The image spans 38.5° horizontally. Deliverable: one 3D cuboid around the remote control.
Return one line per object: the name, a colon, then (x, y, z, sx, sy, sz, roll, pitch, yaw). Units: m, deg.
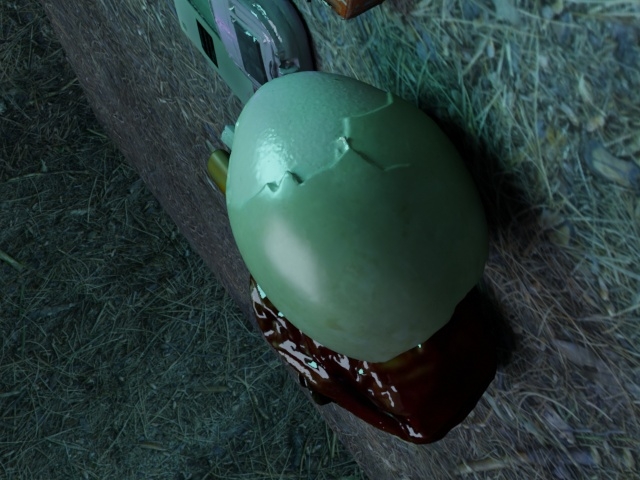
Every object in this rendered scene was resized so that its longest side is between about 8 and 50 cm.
remote control: (-0.136, -0.297, 1.532, 0.344, 0.050, 0.145, 51, 166, 19)

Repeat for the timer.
timer: (-0.086, -0.294, 1.330, 0.191, 0.069, 0.208, 45, 162, 30)

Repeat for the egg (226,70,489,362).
egg: (0.031, -0.041, 1.051, 0.336, 0.278, 0.278, 52, 167, -5)

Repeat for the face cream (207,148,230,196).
face cream: (-0.154, -0.076, 2.088, 0.285, 0.067, 0.139, 50, 168, 22)

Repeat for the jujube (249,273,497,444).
jujube: (0.074, 0.114, 1.333, 0.377, 0.276, 0.276, 47, 164, 20)

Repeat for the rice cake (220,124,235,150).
rice cake: (-0.074, -0.131, 1.608, 0.237, 0.127, 0.043, 46, 119, 45)

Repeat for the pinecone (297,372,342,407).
pinecone: (0.075, 0.194, 1.633, 0.309, 0.244, 0.244, 14, 139, 48)

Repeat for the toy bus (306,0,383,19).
toy bus: (-0.016, -0.340, 0.980, 0.235, 0.073, 0.096, 52, 157, 16)
